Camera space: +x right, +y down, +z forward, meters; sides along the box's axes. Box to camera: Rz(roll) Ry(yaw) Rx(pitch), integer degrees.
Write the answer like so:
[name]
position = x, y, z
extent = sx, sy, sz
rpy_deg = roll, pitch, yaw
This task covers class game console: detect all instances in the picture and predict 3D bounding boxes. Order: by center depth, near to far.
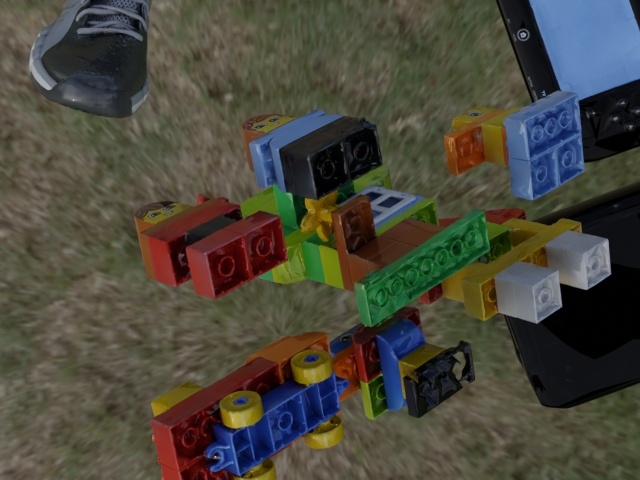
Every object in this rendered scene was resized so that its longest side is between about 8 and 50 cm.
[game console]
position = 0.191, -0.076, 1.105
extent = 0.213, 0.044, 0.361
rpy_deg = -21, 102, 2

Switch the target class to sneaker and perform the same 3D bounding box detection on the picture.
[sneaker]
position = -0.151, -0.184, 1.159
extent = 0.086, 0.229, 0.132
rpy_deg = 13, 116, -11

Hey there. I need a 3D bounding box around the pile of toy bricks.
[pile of toy bricks]
position = 0.000, 0.000, 0.581
extent = 0.212, 0.105, 0.118
rpy_deg = -28, 119, -37
